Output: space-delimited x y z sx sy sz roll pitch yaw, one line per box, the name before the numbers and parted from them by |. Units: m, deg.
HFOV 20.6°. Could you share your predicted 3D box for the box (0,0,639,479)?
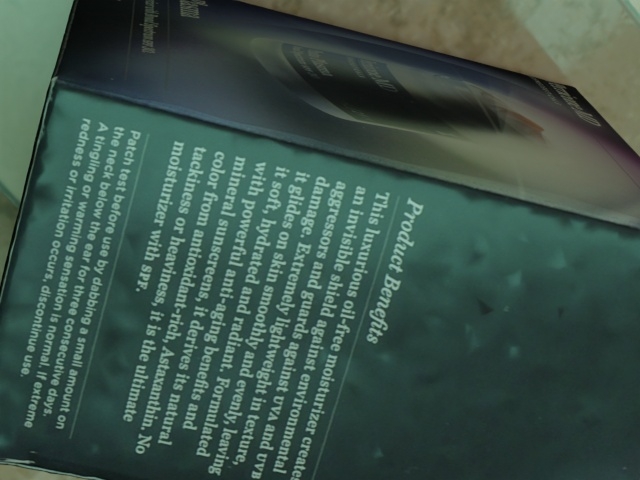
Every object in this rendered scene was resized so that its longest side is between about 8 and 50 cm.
box | 0.000 0.000 0.870 0.294 0.296 0.183 14 107 -10
